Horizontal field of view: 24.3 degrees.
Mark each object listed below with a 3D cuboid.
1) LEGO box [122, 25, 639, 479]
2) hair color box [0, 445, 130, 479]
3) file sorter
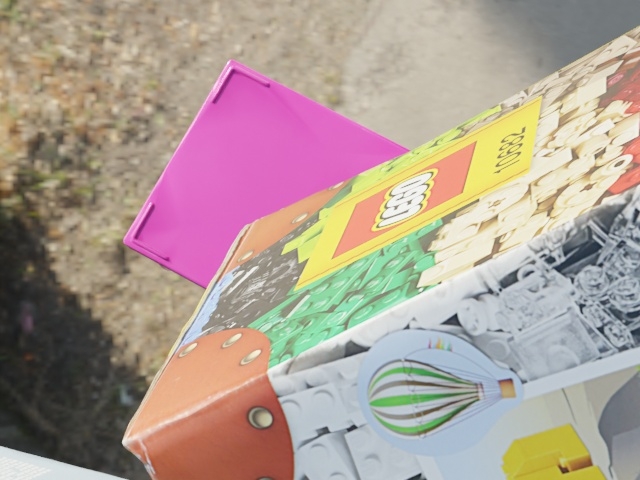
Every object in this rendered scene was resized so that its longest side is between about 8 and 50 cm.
[{"bbox_3d":[0.235,0.147,0.543,0.372,0.193,0.500,-29,105,21],"label":"LEGO box"},{"bbox_3d":[-0.223,0.201,0.769,0.374,0.114,0.185,5,107,44],"label":"hair color box"},{"bbox_3d":[0.000,0.000,1.443,0.291,0.182,0.202,28,82,10],"label":"file sorter"}]
